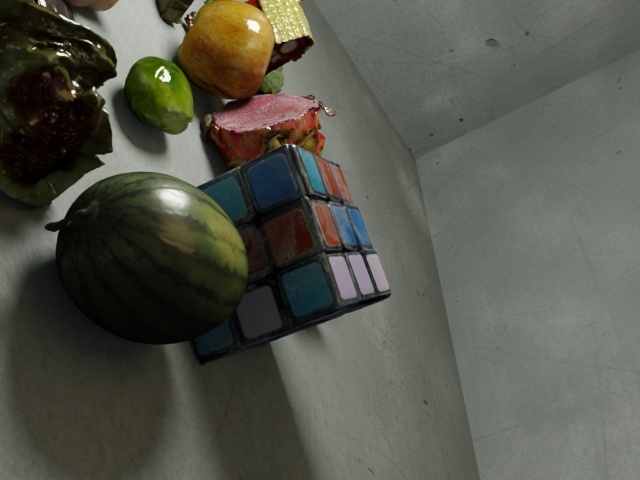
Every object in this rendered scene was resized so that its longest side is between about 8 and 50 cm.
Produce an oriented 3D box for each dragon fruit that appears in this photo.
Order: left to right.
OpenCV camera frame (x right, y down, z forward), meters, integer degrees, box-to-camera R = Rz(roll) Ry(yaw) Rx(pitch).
[{"bbox_3d":[-0.129,-0.234,1.889,0.296,0.314,0.263,-45,137,-46],"label":"dragon fruit"}]

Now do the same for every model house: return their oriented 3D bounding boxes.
[{"bbox_3d":[-0.143,-0.637,2.102,0.160,0.254,0.196,19,47,-67],"label":"model house"}]

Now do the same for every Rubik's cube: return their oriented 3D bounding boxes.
[{"bbox_3d":[-0.092,0.032,1.504,0.362,0.363,0.359,9,62,-71],"label":"Rubik's cube"}]

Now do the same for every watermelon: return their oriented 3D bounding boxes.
[{"bbox_3d":[-0.281,0.028,1.156,0.359,0.278,0.279,43,30,-51],"label":"watermelon"}]

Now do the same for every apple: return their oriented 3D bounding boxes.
[{"bbox_3d":[-0.256,-0.517,1.872,0.264,0.264,0.264,51,24,-34],"label":"apple"}]

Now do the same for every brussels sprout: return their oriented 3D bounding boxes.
[{"bbox_3d":[-0.360,-0.328,1.570,0.161,0.143,0.181,51,-9,20],"label":"brussels sprout"}]

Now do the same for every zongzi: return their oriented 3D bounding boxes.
[{"bbox_3d":[-0.385,-0.708,1.906,0.078,0.176,0.160,0,61,-46],"label":"zongzi"}]

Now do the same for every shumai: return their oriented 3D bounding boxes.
[{"bbox_3d":[-0.487,-0.211,1.088,0.330,0.291,0.289,20,85,-54],"label":"shumai"}]

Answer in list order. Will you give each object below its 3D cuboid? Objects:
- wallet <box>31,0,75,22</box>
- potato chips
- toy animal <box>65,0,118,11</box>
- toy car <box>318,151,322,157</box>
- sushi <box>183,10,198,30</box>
[{"bbox_3d":[-0.526,-0.395,1.369,0.182,0.049,0.229,10,59,-70],"label":"wallet"},{"bbox_3d":[-0.236,-0.647,2.349,0.429,0.070,0.359,30,40,-56],"label":"potato chips"},{"bbox_3d":[-0.507,-0.579,1.501,0.248,0.149,0.165,-52,127,-59],"label":"toy animal"},{"bbox_3d":[-0.098,-0.362,2.285,0.257,0.124,0.101,54,21,-31],"label":"toy car"},{"bbox_3d":[-0.311,-0.569,2.034,0.226,0.097,0.103,54,23,-30],"label":"sushi"}]
